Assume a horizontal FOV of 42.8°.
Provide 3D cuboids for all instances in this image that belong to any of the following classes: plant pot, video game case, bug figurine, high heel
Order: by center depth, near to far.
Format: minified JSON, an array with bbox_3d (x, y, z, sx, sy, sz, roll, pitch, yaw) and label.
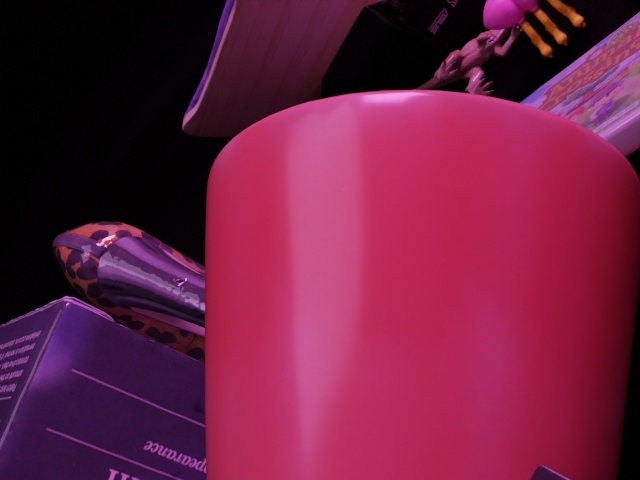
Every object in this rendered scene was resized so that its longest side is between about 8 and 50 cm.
[{"bbox_3d":[0.052,0.091,0.468,0.275,0.275,0.243,-25,52,49],"label":"plant pot"},{"bbox_3d":[0.203,-0.105,0.563,0.212,0.023,0.193,-38,13,37],"label":"video game case"},{"bbox_3d":[0.190,-0.291,0.697,0.216,0.072,0.279,-49,49,23],"label":"bug figurine"},{"bbox_3d":[-0.109,0.070,0.703,0.186,0.261,0.093,21,69,23],"label":"high heel"}]

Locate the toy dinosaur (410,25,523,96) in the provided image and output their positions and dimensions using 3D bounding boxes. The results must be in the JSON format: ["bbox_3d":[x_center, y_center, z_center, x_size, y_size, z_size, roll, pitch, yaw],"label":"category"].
[{"bbox_3d":[0.141,-0.172,0.802,0.183,0.053,0.093,-37,18,24],"label":"toy dinosaur"}]

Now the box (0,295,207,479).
[{"bbox_3d":[-0.152,0.285,0.555,0.212,0.293,0.396,-19,48,53],"label":"box"}]

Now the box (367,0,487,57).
[{"bbox_3d":[0.126,-0.300,0.905,0.147,0.077,0.180,-54,28,11],"label":"box"}]

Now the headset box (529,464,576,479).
[{"bbox_3d":[0.132,0.217,0.204,0.218,0.110,0.293,-62,20,-8],"label":"headset box"}]

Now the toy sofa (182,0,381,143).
[{"bbox_3d":[-0.034,-0.241,0.876,0.362,0.177,0.150,129,145,-63],"label":"toy sofa"}]
